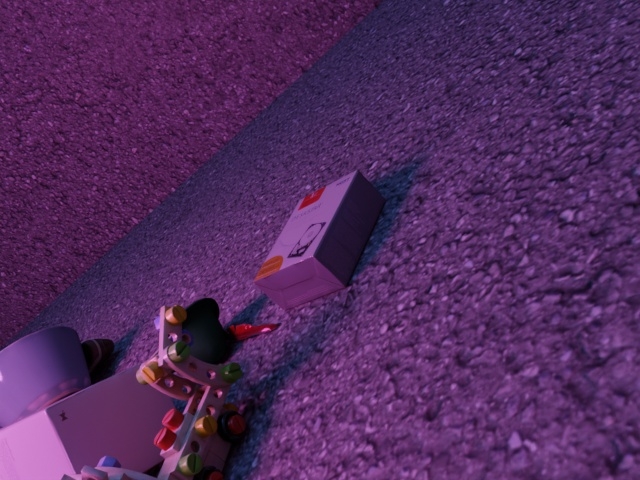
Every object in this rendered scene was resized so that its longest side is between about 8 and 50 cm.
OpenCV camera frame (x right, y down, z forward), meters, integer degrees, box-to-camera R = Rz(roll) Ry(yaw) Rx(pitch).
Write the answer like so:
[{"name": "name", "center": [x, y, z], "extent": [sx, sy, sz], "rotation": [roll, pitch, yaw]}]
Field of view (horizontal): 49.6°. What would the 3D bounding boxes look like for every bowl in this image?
[{"name": "bowl", "center": [-0.721, 0.387, 1.789], "extent": [0.311, 0.163, 0.312], "rotation": [-39, -18, -16]}]

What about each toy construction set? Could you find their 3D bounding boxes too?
[{"name": "toy construction set", "center": [-0.231, 0.278, 1.044], "extent": [0.151, 0.215, 0.328], "rotation": [-24, 29, 47]}]

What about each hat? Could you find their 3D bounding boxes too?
[{"name": "hat", "center": [-0.195, 0.225, 1.358], "extent": [0.173, 0.183, 0.209], "rotation": [-49, -23, -27]}]

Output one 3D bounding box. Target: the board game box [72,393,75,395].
[{"name": "board game box", "center": [-0.645, 0.529, 1.609], "extent": [0.242, 0.064, 0.316], "rotation": [-46, 20, 1]}]

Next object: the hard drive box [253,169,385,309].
[{"name": "hard drive box", "center": [0.000, 0.000, 1.306], "extent": [0.181, 0.089, 0.232], "rotation": [-25, 28, 44]}]

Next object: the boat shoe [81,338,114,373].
[{"name": "boat shoe", "center": [-0.676, 0.356, 2.005], "extent": [0.257, 0.095, 0.095], "rotation": [-33, -10, 38]}]

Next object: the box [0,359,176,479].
[{"name": "box", "center": [-0.435, 0.364, 1.243], "extent": [0.345, 0.168, 0.215], "rotation": [-28, -4, 42]}]
